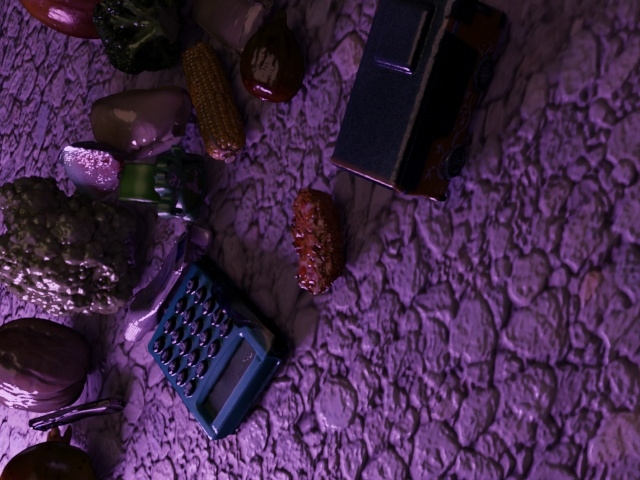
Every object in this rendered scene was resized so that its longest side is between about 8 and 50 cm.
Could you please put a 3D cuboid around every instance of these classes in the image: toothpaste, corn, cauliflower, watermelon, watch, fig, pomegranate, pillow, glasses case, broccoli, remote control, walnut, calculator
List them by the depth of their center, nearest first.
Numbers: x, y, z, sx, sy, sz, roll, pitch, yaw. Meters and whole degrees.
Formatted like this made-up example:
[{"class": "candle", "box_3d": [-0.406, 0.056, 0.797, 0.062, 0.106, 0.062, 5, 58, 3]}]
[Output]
[{"class": "fig", "box_3d": [-0.073, -0.305, 1.228, 0.109, 0.103, 0.155, 16, 89, 0]}, {"class": "pillow", "box_3d": [-0.162, -0.407, 1.321, 0.208, 0.053, 0.119, 42, 114, 32]}, {"class": "corn", "box_3d": [-0.189, -0.246, 1.328, 0.080, 0.080, 0.238, -28, 71, 34]}, {"class": "watermelon", "box_3d": [-0.402, -0.130, 1.332, 0.081, 0.094, 0.180, -63, 6, -26]}, {"class": "calculator", "box_3d": [-0.197, 0.188, 1.345, 0.274, 0.058, 0.248, 46, 115, 30]}, {"class": "watch", "box_3d": [-0.298, -0.108, 1.356, 0.152, 0.165, 0.131, 7, 91, 21]}, {"class": "broccoli", "box_3d": [-0.321, -0.396, 1.370, 0.156, 0.195, 0.195, 3, 92, 33]}, {"class": "glasses case", "box_3d": [-0.234, -0.013, 1.395, 0.083, 0.021, 0.032, 18, 100, 36]}, {"class": "toothpaste", "box_3d": [-0.305, 0.094, 1.412, 0.282, 0.068, 0.099, -52, 56, 33]}, {"class": "fig", "box_3d": [-0.458, -0.507, 1.453, 0.263, 0.224, 0.224, -24, 70, -9]}, {"class": "cauliflower", "box_3d": [-0.489, -0.005, 1.466, 0.260, 0.327, 0.281, -22, 32, 21]}, {"class": "remote control", "box_3d": [-0.504, 0.359, 1.541, 0.212, 0.059, 0.028, -17, 60, 16]}, {"class": "walnut", "box_3d": [-0.592, 0.256, 1.547, 0.224, 0.224, 0.224, 0, 90, 38]}, {"class": "pomegranate", "box_3d": [-0.554, 0.487, 1.549, 0.198, 0.198, 0.246, -21, 45, 36]}]

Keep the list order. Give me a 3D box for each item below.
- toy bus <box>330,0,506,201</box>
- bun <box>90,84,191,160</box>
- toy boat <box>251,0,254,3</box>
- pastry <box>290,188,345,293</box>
[{"class": "toy bus", "box_3d": [0.132, -0.205, 1.023, 0.138, 0.167, 0.275, 27, 105, 35]}, {"class": "bun", "box_3d": [-0.322, -0.216, 1.382, 0.193, 0.178, 0.128, -3, 107, 24]}, {"class": "toy boat", "box_3d": [-0.120, -0.509, 1.265, 0.318, 0.072, 0.219, 13, 87, 32]}, {"class": "pastry", "box_3d": [0.002, 0.000, 1.193, 0.087, 0.063, 0.169, -2, 94, 47]}]
